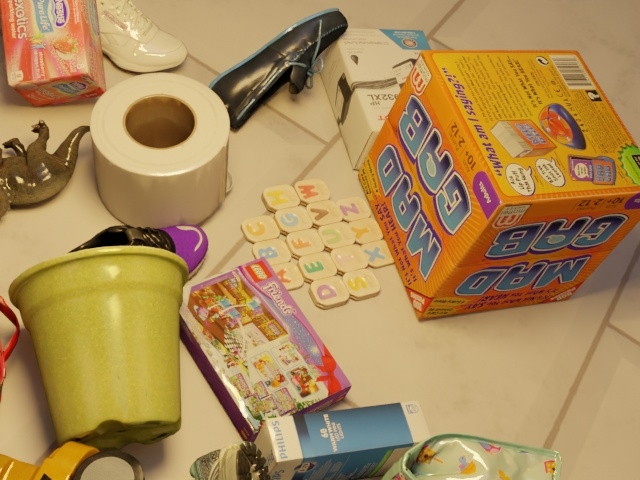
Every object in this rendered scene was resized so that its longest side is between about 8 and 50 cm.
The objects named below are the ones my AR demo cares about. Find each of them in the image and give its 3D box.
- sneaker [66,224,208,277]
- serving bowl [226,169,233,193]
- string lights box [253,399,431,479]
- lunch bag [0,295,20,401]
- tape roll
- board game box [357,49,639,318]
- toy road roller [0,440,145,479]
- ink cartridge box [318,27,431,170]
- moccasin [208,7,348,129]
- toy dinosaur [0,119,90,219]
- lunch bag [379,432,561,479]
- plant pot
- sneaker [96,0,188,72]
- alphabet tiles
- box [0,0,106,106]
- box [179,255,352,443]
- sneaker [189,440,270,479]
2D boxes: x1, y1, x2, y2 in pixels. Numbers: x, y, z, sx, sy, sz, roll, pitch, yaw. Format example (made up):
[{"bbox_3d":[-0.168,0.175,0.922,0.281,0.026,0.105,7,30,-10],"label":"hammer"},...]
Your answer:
[{"bbox_3d":[-0.310,0.024,1.625,0.293,0.146,0.102,-23,64,-32],"label":"sneaker"},{"bbox_3d":[-0.211,-0.112,1.843,0.083,0.027,0.083,10,51,-13],"label":"serving bowl"},{"bbox_3d":[0.030,0.328,1.517,0.260,0.133,0.076,-3,55,-22],"label":"string lights box"},{"bbox_3d":[-0.591,0.142,1.451,0.258,0.120,0.293,-7,56,-25],"label":"lunch bag"},{"bbox_3d":[-0.288,-0.161,1.738,0.246,0.169,0.246,3,54,-5],"label":"tape roll"},{"bbox_3d":[0.338,-0.110,1.815,0.356,0.356,0.356,-5,56,-25],"label":"board game box"},{"bbox_3d":[-0.378,0.422,1.269,0.241,0.202,0.329,15,48,11],"label":"toy road roller"},{"bbox_3d":[0.149,-0.305,2.053,0.223,0.129,0.307,-2,54,-22],"label":"ink cartridge box"},{"bbox_3d":[-0.074,-0.346,1.985,0.342,0.137,0.116,-37,80,-5],"label":"moccasin"},{"bbox_3d":[-0.528,-0.119,1.700,0.314,0.121,0.160,-19,74,-36],"label":"toy dinosaur"},{"bbox_3d":[0.209,0.399,1.466,0.262,0.223,0.160,10,57,-11],"label":"lunch bag"},{"bbox_3d":[-0.319,0.179,1.450,0.276,0.276,0.253,-3,66,-22],"label":"plant pot"},{"bbox_3d":[-0.413,-0.442,1.946,0.305,0.152,0.114,20,44,-5],"label":"sneaker"},{"bbox_3d":[0.000,0.000,1.836,0.278,0.021,0.284,-12,59,-27],"label":"alphabet tiles"},{"bbox_3d":[-0.505,-0.422,1.807,0.154,0.142,0.299,-10,81,2],"label":"box"},{"bbox_3d":[-0.110,0.181,1.632,0.201,0.057,0.293,-21,63,-30],"label":"box"},{"bbox_3d":[-0.132,0.444,1.405,0.110,0.122,0.282,23,57,-55],"label":"sneaker"}]
